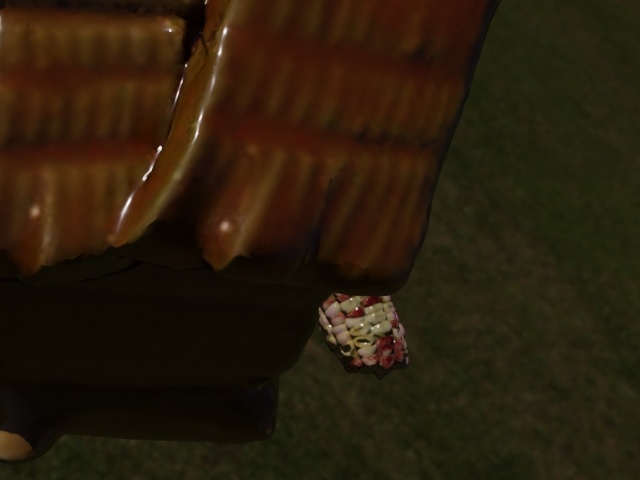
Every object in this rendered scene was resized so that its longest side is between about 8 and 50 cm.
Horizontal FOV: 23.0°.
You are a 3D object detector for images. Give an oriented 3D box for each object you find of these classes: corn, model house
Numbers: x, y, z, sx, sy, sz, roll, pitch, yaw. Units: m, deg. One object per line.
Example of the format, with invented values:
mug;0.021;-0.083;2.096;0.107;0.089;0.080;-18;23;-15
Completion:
corn;0.000;0.000;1.451;0.092;0.092;0.281;2;63;-61
model house;-0.051;-0.052;0.595;0.199;0.229;0.220;14;36;-23
